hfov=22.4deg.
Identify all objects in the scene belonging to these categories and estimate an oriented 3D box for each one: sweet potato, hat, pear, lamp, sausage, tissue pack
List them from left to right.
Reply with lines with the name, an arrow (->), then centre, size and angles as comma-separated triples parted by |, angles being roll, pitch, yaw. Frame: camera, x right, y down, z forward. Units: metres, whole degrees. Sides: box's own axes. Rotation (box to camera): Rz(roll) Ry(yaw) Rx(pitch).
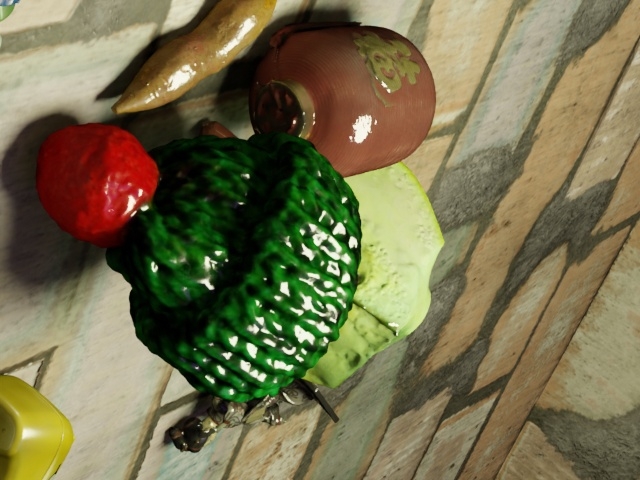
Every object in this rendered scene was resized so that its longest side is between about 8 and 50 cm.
tissue pack -> -0.348, 0.235, 1.715 | 0.178, 0.123, 0.127 | -56, 157, 7
hat -> -0.123, -0.019, 1.589 | 0.242, 0.274, 0.332 | -37, 123, 26
sweet potato -> -0.124, -0.186, 1.613 | 0.218, 0.051, 0.065 | -42, 158, -21
sausage -> -0.076, -0.083, 1.773 | 0.147, 0.030, 0.035 | 35, 89, -22
pear -> 0.000, 0.000, 1.919 | 0.176, 0.286, 0.282 | -47, -168, 47
lamp -> 0.025, -0.160, 1.790 | 0.258, 0.180, 0.180 | -19, 141, -54

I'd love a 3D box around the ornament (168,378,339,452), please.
ornament -> -0.105, 0.230, 2.157 | 0.196, 0.153, 0.166 | -40, 155, -4

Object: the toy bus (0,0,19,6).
toy bus -> -0.308, -0.248, 1.027 | 0.288, 0.175, 0.138 | -11, 135, -57

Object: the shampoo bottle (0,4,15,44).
shampoo bottle -> -0.273, -0.224, 1.267 | 0.065, 0.065, 0.204 | -37, 153, -30
